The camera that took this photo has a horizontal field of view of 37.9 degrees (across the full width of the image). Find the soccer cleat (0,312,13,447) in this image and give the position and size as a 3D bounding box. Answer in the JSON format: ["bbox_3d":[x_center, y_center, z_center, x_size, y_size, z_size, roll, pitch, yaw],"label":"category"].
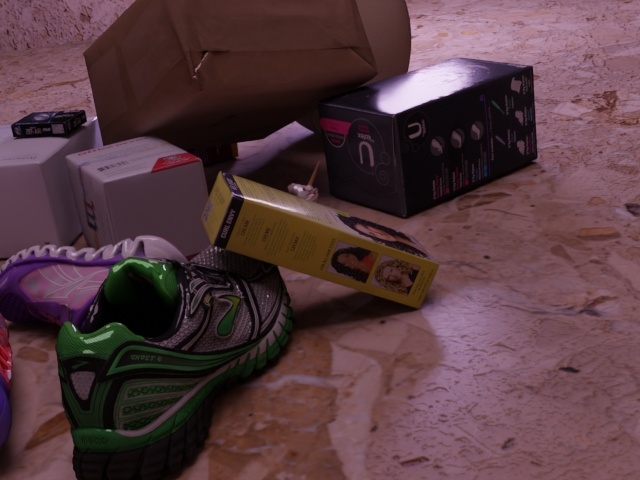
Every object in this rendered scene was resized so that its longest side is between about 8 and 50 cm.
[{"bbox_3d":[-0.339,0.107,0.886,0.116,0.109,0.318,-17,21,-32],"label":"soccer cleat"}]

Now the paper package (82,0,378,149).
[{"bbox_3d":[-0.137,-0.248,1.329,0.309,0.168,0.324,-11,-5,-36],"label":"paper package"}]

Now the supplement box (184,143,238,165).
[{"bbox_3d":[-0.244,-0.163,1.538,0.188,0.081,0.104,-18,24,-22],"label":"supplement box"}]

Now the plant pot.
[{"bbox_3d":[0.029,-0.284,1.555,0.283,0.284,0.191,-9,58,-4],"label":"plant pot"}]

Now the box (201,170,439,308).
[{"bbox_3d":[0.000,0.000,0.948,0.232,0.058,0.087,17,15,-21],"label":"box"}]

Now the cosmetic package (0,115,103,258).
[{"bbox_3d":[-0.442,-0.076,1.318,0.223,0.138,0.225,-4,24,9],"label":"cosmetic package"}]

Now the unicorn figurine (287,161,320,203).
[{"bbox_3d":[-0.066,-0.031,1.202,0.111,0.060,0.162,0,39,17],"label":"unicorn figurine"}]

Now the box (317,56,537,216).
[{"bbox_3d":[0.154,-0.154,1.300,0.270,0.144,0.165,-24,26,-33],"label":"box"}]

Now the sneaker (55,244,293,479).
[{"bbox_3d":[-0.118,0.067,0.848,0.134,0.146,0.343,-1,21,16],"label":"sneaker"}]

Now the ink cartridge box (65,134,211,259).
[{"bbox_3d":[-0.233,-0.050,1.193,0.128,0.128,0.176,-17,24,-24],"label":"ink cartridge box"}]

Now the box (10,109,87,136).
[{"bbox_3d":[-0.379,-0.164,1.304,0.083,0.018,0.067,-1,23,13],"label":"box"}]

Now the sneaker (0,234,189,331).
[{"bbox_3d":[-0.255,0.065,0.986,0.236,0.095,0.105,-8,50,21],"label":"sneaker"}]
